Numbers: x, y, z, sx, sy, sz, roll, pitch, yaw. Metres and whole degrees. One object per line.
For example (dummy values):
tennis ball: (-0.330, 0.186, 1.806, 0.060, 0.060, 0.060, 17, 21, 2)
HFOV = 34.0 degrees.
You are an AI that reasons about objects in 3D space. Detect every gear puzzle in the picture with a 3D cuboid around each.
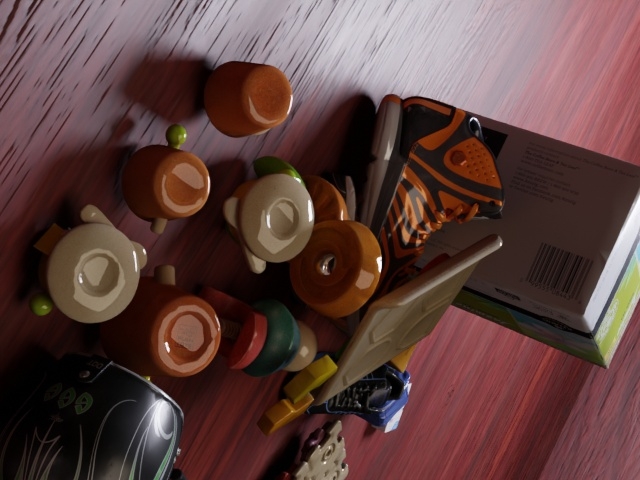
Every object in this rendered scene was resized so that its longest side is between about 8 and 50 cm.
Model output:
gear puzzle: (-0.077, 0.407, 1.480, 0.339, 0.044, 0.175, -48, 149, -29)

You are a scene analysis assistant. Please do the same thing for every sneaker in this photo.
sneaker: (0.134, -0.014, 1.310, 0.124, 0.180, 0.321, -85, -174, -83)
sneaker: (0.040, 0.206, 1.474, 0.232, 0.090, 0.081, -7, 117, -61)
sneaker: (0.000, 0.000, 1.265, 0.072, 0.077, 0.178, 104, -7, -75)

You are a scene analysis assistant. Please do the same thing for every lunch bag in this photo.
lunch bag: (0.090, 0.233, 1.615, 0.098, 0.067, 0.065, -40, 143, -40)

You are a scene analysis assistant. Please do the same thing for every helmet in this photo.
helmet: (-0.212, 0.198, 0.926, 0.161, 0.169, 0.169, -64, 155, -25)

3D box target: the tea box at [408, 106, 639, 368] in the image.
tea box: (0.287, -0.003, 1.499, 0.220, 0.329, 0.323, -64, 153, -7)

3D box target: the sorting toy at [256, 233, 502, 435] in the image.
sorting toy: (0.060, 0.105, 1.203, 0.307, 0.041, 0.229, -26, 158, -40)

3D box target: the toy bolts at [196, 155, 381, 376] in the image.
toy bolts: (-0.012, 0.057, 1.139, 0.158, 0.218, 0.228, 22, 99, -51)

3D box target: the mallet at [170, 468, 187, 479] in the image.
mallet: (-0.151, 0.332, 1.291, 0.039, 0.062, 0.190, -53, 136, -28)

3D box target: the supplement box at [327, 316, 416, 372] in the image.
supplement box: (0.077, 0.114, 1.488, 0.078, 0.080, 0.233, -61, 151, -11)

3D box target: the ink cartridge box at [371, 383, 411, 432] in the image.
ink cartridge box: (0.118, 0.273, 1.741, 0.048, 0.028, 0.083, 0, 111, -62)

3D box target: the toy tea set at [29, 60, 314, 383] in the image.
toy tea set: (-0.130, -0.020, 1.000, 0.336, 0.124, 0.200, -51, 120, -23)
